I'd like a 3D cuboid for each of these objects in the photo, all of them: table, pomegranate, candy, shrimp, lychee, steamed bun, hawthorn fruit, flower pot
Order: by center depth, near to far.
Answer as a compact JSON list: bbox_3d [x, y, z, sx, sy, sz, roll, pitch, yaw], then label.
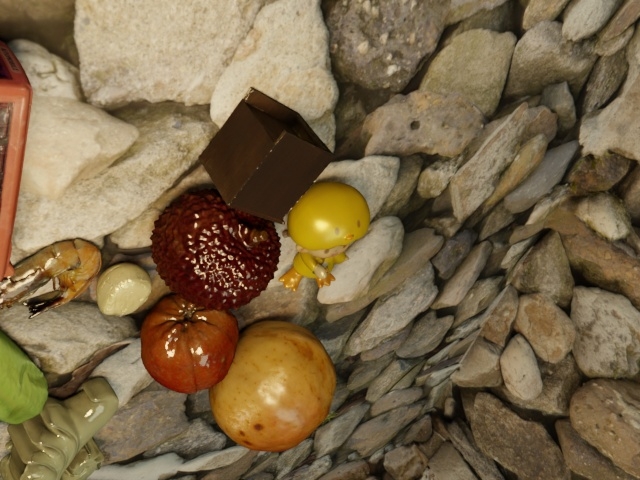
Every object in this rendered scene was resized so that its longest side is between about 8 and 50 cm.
[{"bbox_3d":[-0.108,-0.172,1.251,0.172,0.169,0.193,17,119,-49],"label":"table"},{"bbox_3d":[-0.600,0.099,1.269,0.289,0.075,0.178,-37,150,-20],"label":"shrimp"},{"bbox_3d":[-0.226,0.018,1.303,0.304,0.276,0.275,-18,158,37],"label":"lychee"},{"bbox_3d":[-0.725,0.293,1.328,0.132,0.142,0.343,-33,147,-19],"label":"candy"},{"bbox_3d":[-0.454,0.104,1.362,0.112,0.091,0.130,14,120,-52],"label":"steamed bun"},{"bbox_3d":[-0.328,0.260,1.522,0.258,0.258,0.262,-29,124,-8],"label":"hawthorn fruit"},{"bbox_3d":[-0.707,0.540,1.615,0.254,0.164,0.367,-11,136,-46],"label":"flower pot"},{"bbox_3d":[-0.160,0.400,1.743,0.410,0.410,0.410,-22,143,-17],"label":"pomegranate"}]

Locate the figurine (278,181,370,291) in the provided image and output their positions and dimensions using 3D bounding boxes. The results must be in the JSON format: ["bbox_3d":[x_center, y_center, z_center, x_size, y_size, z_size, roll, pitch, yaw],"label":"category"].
[{"bbox_3d":[0.000,0.000,1.542,0.215,0.187,0.344,-21,150,-34],"label":"figurine"}]

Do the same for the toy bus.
[{"bbox_3d":[-0.589,-0.101,0.920,0.233,0.203,0.427,-6,134,-41],"label":"toy bus"}]
